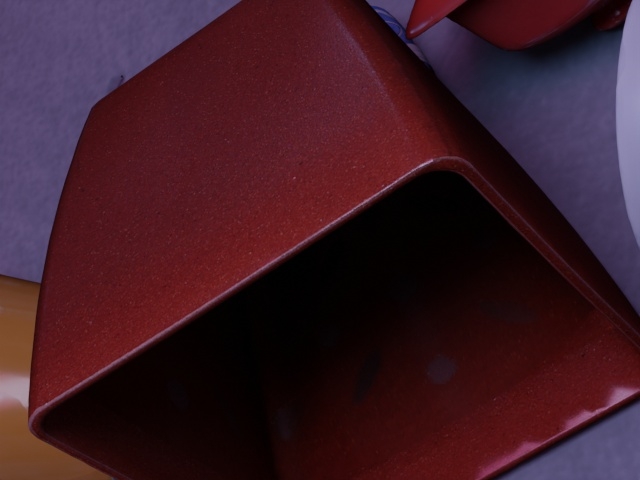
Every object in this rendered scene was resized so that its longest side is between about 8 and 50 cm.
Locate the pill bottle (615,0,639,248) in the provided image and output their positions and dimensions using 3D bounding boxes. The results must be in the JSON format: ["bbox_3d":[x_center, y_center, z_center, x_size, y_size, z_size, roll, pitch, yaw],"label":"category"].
[{"bbox_3d":[0.341,-0.063,0.756,0.362,0.210,0.210,0,73,31],"label":"pill bottle"}]

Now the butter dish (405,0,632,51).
[{"bbox_3d":[0.148,-0.177,0.978,0.160,0.118,0.160,-36,22,38],"label":"butter dish"}]

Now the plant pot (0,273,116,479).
[{"bbox_3d":[-0.206,0.106,1.047,0.187,0.205,0.205,-1,71,15],"label":"plant pot"}]

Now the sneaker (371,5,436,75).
[{"bbox_3d":[-0.023,-0.083,1.073,0.211,0.080,0.081,-26,54,10],"label":"sneaker"}]

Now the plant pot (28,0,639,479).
[{"bbox_3d":[0.000,0.000,0.925,0.267,0.267,0.236,-32,48,18],"label":"plant pot"}]
